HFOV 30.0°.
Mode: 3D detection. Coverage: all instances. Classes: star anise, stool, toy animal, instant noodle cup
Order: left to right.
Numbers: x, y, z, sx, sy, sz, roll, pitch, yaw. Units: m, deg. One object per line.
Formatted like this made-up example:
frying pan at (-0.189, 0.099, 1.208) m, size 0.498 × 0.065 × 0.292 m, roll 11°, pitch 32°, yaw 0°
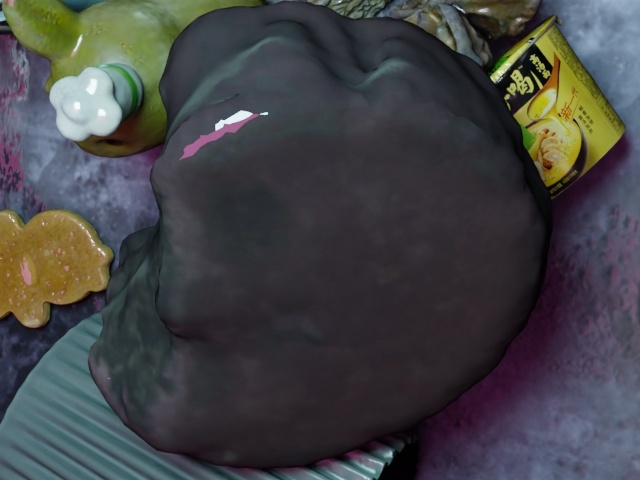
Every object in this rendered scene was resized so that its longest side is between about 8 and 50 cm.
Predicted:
toy animal at (-0.169, -0.140, 1.071) m, size 0.181 × 0.363 × 0.180 m, roll 38°, pitch 122°, yaw 13°
stool at (-0.117, 0.244, 1.141) m, size 0.330 × 0.297 × 0.297 m, roll 26°, pitch 106°, yaw 17°
star anise at (0.124, -0.202, 1.051) m, size 0.073 × 0.212 × 0.197 m, roll 41°, pitch 93°, yaw -23°
instant noodle cup at (0.187, -0.107, 1.059) m, size 0.151 × 0.151 × 0.122 m, roll -40°, pitch 96°, yaw 20°

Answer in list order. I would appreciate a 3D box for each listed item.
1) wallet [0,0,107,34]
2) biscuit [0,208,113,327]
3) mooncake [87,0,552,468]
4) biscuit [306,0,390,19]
wallet at (-0.282, -0.237, 1.136) m, size 0.176 × 0.250 × 0.075 m, roll -1°, pitch 98°, yaw 19°
biscuit at (-0.316, 0.024, 1.310) m, size 0.184 × 0.027 × 0.133 m, roll -29°, pitch 88°, yaw 19°
mooncake at (0.000, 0.000, 0.946) m, size 0.350 × 0.212 × 0.381 m, roll 17°, pitch 126°, yaw -22°
biscuit at (0.065, -0.275, 1.075) m, size 0.250 × 0.133 × 0.032 m, roll -42°, pitch 66°, yaw 21°
